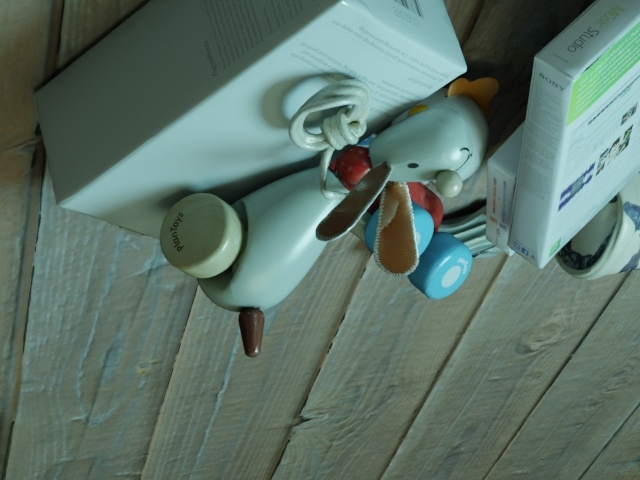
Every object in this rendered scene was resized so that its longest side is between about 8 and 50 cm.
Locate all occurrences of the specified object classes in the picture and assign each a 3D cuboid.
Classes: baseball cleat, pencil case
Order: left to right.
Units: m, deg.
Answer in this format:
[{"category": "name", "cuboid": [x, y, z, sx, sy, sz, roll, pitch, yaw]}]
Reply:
[{"category": "baseball cleat", "cuboid": [0.173, 0.008, 2.229, 0.206, 0.072, 0.109, -14, 158, 3]}, {"category": "pencil case", "cuboid": [0.488, -0.034, 2.223, 0.410, 0.159, 0.183, -2, 160, -25]}]

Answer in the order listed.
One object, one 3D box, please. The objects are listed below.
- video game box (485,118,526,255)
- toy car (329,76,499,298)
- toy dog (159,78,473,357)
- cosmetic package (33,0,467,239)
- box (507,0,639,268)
[{"category": "video game box", "cuboid": [0.271, -0.104, 2.003, 0.205, 0.048, 0.187, -46, 155, -19]}, {"category": "toy car", "cuboid": [0.105, -0.102, 1.922, 0.238, 0.219, 0.210, -51, 145, 1]}, {"category": "toy dog", "cuboid": [0.000, 0.000, 1.710, 0.334, 0.161, 0.220, -36, 152, 33]}, {"category": "cosmetic package", "cuboid": [-0.076, -0.158, 1.717, 0.385, 0.156, 0.217, -31, 149, 27]}, {"category": "box", "cuboid": [0.307, -0.143, 1.887, 0.232, 0.058, 0.322, -41, 154, -27]}]
